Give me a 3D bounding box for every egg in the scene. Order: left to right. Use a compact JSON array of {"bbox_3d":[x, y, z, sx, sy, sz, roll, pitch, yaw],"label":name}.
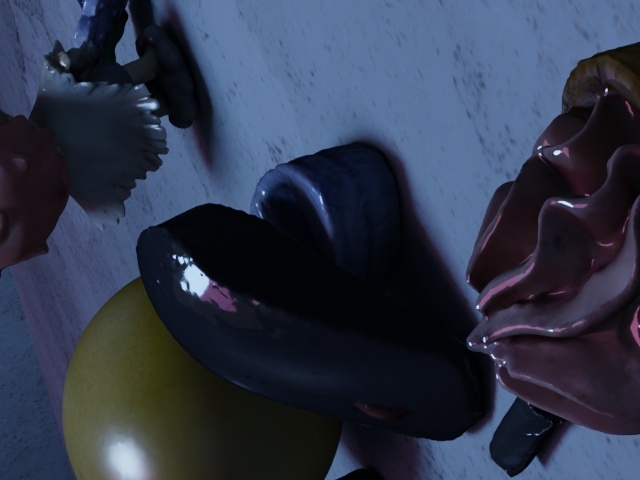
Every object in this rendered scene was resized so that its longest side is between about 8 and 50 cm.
[{"bbox_3d":[-0.104,0.151,1.663,0.322,0.250,0.250,-89,-15,-68],"label":"egg"}]

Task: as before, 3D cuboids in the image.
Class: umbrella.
[{"bbox_3d":[0.140,0.124,1.257,0.036,0.031,0.133,37,157,10],"label":"umbrella"}]

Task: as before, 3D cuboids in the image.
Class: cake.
[{"bbox_3d":[0.149,0.008,0.796,0.208,0.178,0.185,14,124,68],"label":"cake"}]

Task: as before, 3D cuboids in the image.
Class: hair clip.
[{"bbox_3d":[-0.229,-0.223,1.886,0.052,0.124,0.195,21,153,10],"label":"hair clip"}]

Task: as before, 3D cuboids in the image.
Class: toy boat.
[{"bbox_3d":[0.000,0.000,1.472,0.127,0.078,0.283,65,164,13],"label":"toy boat"}]

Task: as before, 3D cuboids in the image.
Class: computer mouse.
[{"bbox_3d":[-0.018,0.077,1.394,0.295,0.087,0.168,27,154,15],"label":"computer mouse"}]

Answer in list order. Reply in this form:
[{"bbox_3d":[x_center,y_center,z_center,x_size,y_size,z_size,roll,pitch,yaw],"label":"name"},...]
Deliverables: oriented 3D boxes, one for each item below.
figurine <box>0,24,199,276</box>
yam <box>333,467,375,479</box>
[{"bbox_3d":[-0.289,-0.069,1.779,0.166,0.387,0.207,39,152,38],"label":"figurine"},{"bbox_3d":[-0.060,0.319,1.732,0.131,0.280,0.131,156,90,-83],"label":"yam"}]
